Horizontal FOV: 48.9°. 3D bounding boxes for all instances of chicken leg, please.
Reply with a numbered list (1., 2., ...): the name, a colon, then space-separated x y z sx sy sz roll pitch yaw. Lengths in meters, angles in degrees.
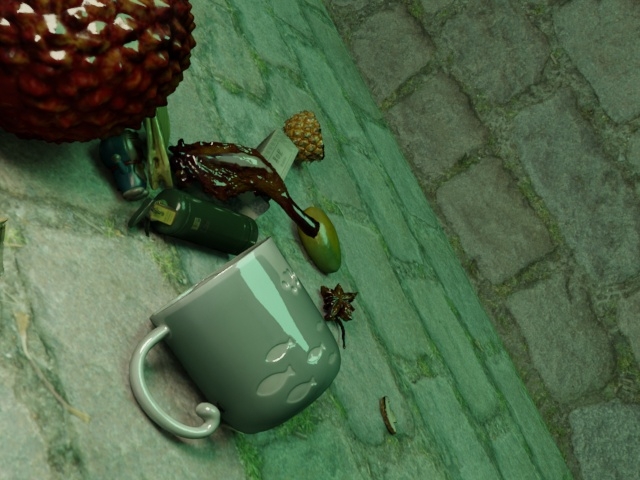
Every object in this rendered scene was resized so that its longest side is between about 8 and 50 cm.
1. chicken leg: -0.155 -0.131 1.591 0.407 0.096 0.158 27 57 -29

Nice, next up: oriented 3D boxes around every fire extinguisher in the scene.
1. fire extinguisher: -0.262 -0.036 1.458 0.095 0.115 0.311 22 -1 36

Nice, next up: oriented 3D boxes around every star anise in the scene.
1. star anise: 0.049 0.191 1.820 0.097 0.070 0.191 14 43 -21

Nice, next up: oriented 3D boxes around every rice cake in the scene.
1. rice cake: -0.322 -0.168 1.569 0.226 0.040 0.085 42 26 -31

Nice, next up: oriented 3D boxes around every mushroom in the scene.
1. mushroom: 0.174 0.444 1.790 0.049 0.019 0.101 32 36 -44

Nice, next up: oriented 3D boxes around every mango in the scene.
1. mango: 0.000 0.000 1.944 0.195 0.091 0.130 65 20 -3

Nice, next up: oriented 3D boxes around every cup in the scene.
1. cup: -0.151 0.199 1.219 0.356 0.259 0.275 -38 96 -36

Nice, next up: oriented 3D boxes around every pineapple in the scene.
1. pineapple: -0.075 -0.307 2.152 0.176 0.136 0.162 100 -30 -65

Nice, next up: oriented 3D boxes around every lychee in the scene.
1. lychee: -0.443 -0.368 1.132 0.499 0.424 0.425 12 47 -39

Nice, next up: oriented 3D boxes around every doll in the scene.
1. doll: -0.383 -0.155 1.380 0.114 0.085 0.152 61 9 -83

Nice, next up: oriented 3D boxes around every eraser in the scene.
1. eraser: -0.151 -0.175 1.849 0.096 0.098 0.404 46 24 -14

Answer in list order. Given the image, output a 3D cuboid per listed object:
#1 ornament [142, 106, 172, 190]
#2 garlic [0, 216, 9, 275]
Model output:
1. ornament: -0.328 -0.218 1.394 0.180 0.059 0.201 94 -16 -53
2. garlic: -0.480 0.049 0.863 0.142 0.178 0.229 13 20 -17
